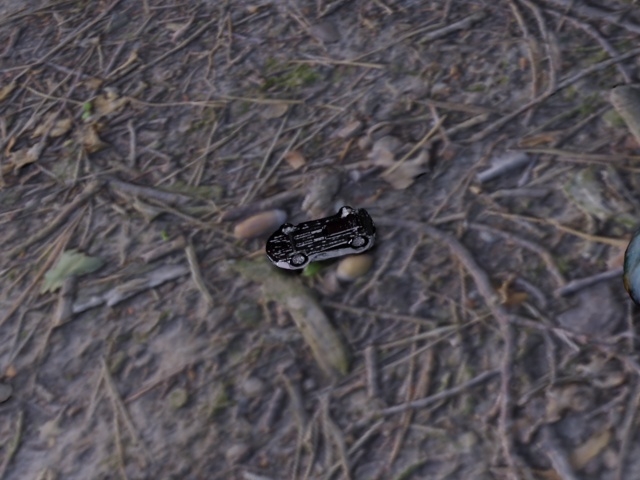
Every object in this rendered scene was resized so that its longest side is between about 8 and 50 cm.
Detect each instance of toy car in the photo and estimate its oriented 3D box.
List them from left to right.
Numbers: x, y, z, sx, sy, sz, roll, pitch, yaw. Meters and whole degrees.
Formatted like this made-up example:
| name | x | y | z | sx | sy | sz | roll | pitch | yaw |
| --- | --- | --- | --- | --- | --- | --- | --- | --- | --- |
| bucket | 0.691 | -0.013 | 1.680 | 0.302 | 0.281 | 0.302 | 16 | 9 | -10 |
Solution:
| name | x | y | z | sx | sy | sz | roll | pitch | yaw |
| --- | --- | --- | --- | --- | --- | --- | --- | --- | --- |
| toy car | 0.000 | 0.000 | 0.982 | 0.093 | 0.025 | 0.041 | -16 | 45 | 1 |

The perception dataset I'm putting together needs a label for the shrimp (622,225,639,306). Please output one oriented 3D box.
| name | x | y | z | sx | sy | sz | roll | pitch | yaw |
| --- | --- | --- | --- | --- | --- | --- | --- | --- | --- |
| shrimp | 0.380 | -0.044 | 0.790 | 0.372 | 0.172 | 0.137 | -25 | 41 | 6 |
